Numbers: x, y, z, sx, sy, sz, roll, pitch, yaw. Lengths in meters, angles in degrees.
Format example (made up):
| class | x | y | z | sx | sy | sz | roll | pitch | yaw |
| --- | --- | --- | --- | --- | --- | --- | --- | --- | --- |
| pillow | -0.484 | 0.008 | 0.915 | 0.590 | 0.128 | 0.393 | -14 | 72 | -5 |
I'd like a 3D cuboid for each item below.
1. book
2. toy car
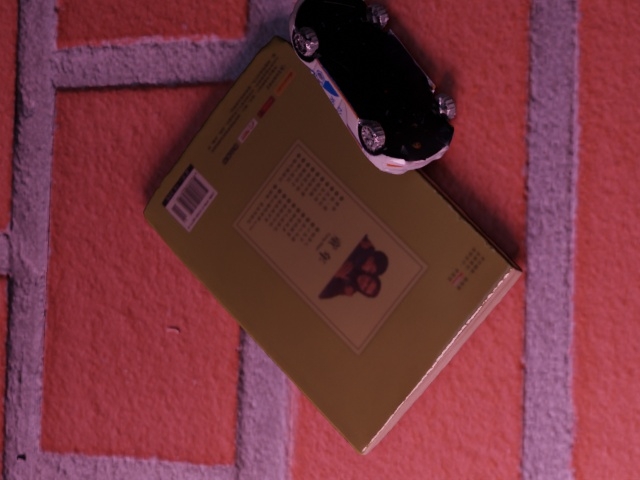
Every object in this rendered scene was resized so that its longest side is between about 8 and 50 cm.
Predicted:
| class | x | y | z | sx | sy | sz | roll | pitch | yaw |
| --- | --- | --- | --- | --- | --- | --- | --- | --- | --- |
| book | 0.000 | 0.000 | 1.820 | 0.352 | 0.035 | 0.239 | 46 | 107 | 24 |
| toy car | 0.045 | -0.151 | 1.781 | 0.205 | 0.095 | 0.056 | 55 | 151 | 22 |
